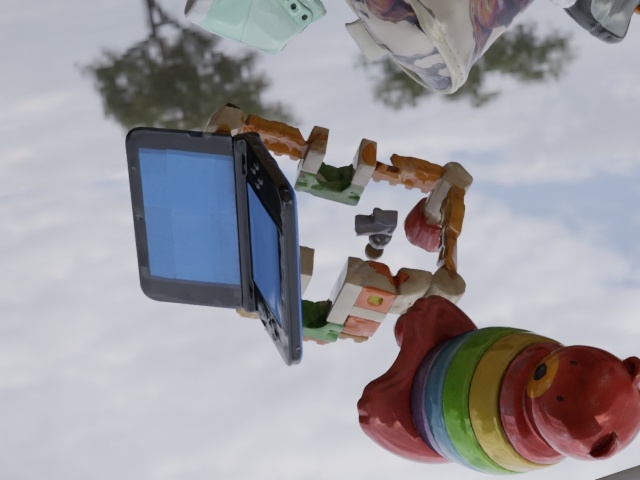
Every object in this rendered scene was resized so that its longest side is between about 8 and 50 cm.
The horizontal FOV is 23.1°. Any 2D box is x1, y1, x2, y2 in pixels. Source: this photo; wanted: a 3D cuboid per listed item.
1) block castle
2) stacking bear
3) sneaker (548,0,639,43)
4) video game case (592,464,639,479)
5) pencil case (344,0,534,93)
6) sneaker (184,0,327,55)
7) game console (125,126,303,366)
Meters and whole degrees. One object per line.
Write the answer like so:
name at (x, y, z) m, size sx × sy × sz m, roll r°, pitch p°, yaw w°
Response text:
block castle at (0.000, 0.000, 2.419) m, size 0.453 × 0.213 × 0.303 m, roll 14°, pitch -129°, yaw -9°
stacking bear at (0.201, 0.158, 1.565) m, size 0.289 × 0.164 × 0.175 m, roll -4°, pitch -130°, yaw 57°
sneaker at (0.347, -0.307, 1.681) m, size 0.271 × 0.108 × 0.100 m, roll -45°, pitch -176°, yaw -28°
video game case at (0.226, 0.262, 1.302) m, size 0.201 × 0.183 × 0.023 m, roll -23°, pitch -136°, yaw 18°
pencil case at (0.184, -0.322, 1.398) m, size 0.410 × 0.160 × 0.183 m, roll -48°, pitch -151°, yaw -11°
sneaker at (-0.041, -0.346, 1.888) m, size 0.151 × 0.256 × 0.094 m, roll 25°, pitch -155°, yaw -19°
game console at (-0.144, 0.010, 2.132) m, size 0.173 × 0.293 × 0.250 m, roll -13°, pitch -145°, yaw -15°
